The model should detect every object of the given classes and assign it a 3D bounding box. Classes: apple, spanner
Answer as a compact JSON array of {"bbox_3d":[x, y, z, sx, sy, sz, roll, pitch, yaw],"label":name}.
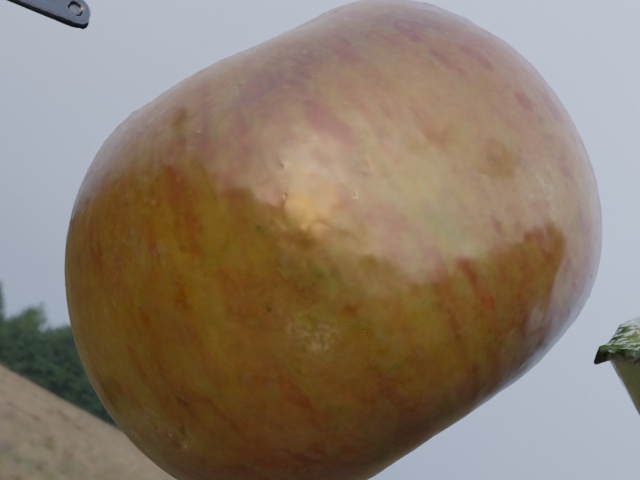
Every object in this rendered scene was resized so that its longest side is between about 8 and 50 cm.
[{"bbox_3d":[0.000,0.000,0.887,0.334,0.400,0.400,55,-8,11],"label":"apple"},{"bbox_3d":[-0.233,-0.172,0.733,0.208,0.046,0.012,18,-39,-39],"label":"spanner"}]

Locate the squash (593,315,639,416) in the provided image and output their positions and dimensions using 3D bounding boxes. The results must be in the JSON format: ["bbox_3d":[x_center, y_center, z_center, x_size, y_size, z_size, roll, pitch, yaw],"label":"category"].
[{"bbox_3d":[0.339,0.141,0.607,0.310,0.310,0.309,142,-72,-77],"label":"squash"}]
